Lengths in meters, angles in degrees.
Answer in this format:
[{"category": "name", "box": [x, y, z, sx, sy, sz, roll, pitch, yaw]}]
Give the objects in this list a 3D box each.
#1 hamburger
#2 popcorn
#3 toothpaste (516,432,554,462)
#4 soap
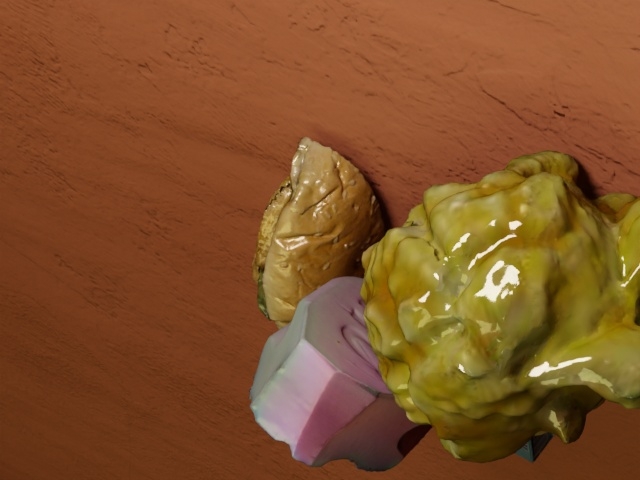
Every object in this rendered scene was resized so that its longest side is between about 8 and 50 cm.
[{"category": "hamburger", "box": [0.000, 0.000, 1.815, 0.135, 0.155, 0.207, 27, 145, 14]}, {"category": "popcorn", "box": [0.182, 0.055, 1.532, 0.279, 0.274, 0.335, 12, 146, -8]}, {"category": "toothpaste", "box": [0.228, 0.160, 1.888, 0.066, 0.053, 0.272, 26, 151, 30]}, {"category": "soap", "box": [0.043, 0.140, 1.721, 0.193, 0.324, 0.109, 43, 111, 7]}]
